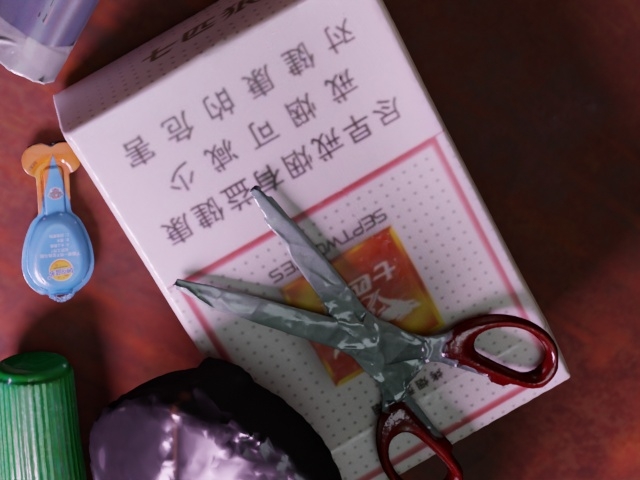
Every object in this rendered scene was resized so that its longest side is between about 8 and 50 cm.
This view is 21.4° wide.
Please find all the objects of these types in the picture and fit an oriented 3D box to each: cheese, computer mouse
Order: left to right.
[{"bbox_3d":[-0.172,-0.011,1.104,0.047,0.017,0.111,-6,112,-15],"label":"cheese"},{"bbox_3d":[-0.055,0.221,1.116,0.116,0.183,0.323,-53,140,-39],"label":"computer mouse"}]

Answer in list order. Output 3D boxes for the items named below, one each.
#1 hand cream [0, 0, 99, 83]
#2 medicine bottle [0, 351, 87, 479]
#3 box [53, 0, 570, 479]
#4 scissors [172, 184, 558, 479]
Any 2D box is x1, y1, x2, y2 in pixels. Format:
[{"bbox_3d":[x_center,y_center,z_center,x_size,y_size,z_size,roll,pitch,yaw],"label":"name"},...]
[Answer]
[{"bbox_3d":[-0.128,-0.216,1.022,0.079,0.048,0.255,24,101,-26],"label":"hand cream"},{"bbox_3d":[-0.184,0.227,1.152,0.111,0.076,0.308,7,109,30],"label":"medicine bottle"},{"bbox_3d":[0.000,0.000,1.109,0.210,0.095,0.330,-30,113,0],"label":"box"},{"bbox_3d":[0.028,0.063,1.082,0.248,0.017,0.144,35,99,-22],"label":"scissors"}]
